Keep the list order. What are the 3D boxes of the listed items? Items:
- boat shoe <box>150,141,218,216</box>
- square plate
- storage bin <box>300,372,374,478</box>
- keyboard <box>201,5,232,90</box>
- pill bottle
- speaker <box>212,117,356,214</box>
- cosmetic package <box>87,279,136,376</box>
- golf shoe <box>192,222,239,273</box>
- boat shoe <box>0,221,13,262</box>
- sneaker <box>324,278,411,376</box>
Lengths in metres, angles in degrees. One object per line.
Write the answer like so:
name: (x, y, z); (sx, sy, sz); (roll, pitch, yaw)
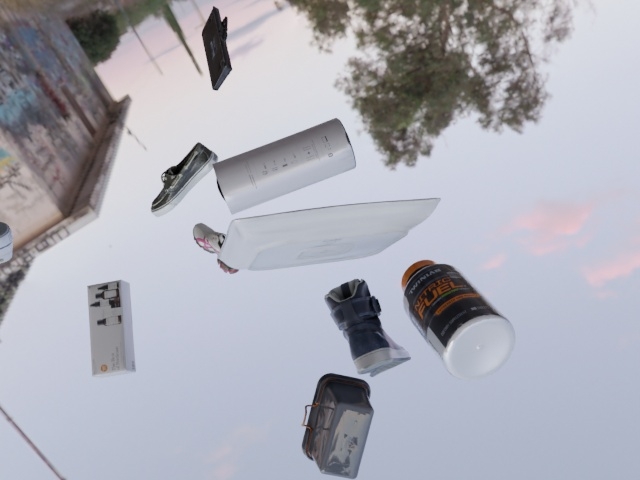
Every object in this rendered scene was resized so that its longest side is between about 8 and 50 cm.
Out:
boat shoe: (-0.343, -0.149, 1.661); (0.219, 0.070, 0.078); (-43, -148, 14)
square plate: (0.000, 0.000, 1.239); (0.347, 0.049, 0.344); (-7, 171, -13)
storage bin: (0.025, 0.271, 0.999); (0.098, 0.135, 0.091); (14, -177, -10)
keyboard: (-0.214, -0.415, 1.466); (0.108, 0.023, 0.180); (-49, -133, 45)
pill bottle: (0.225, 0.125, 1.217); (0.130, 0.130, 0.246); (-29, -150, -3)
speaker: (-0.037, -0.073, 0.689); (0.136, 0.055, 0.055); (-22, -154, -5)
cosmetic package: (-0.544, 0.229, 1.797); (0.098, 0.239, 0.060); (-11, 164, 8)
golf shoe: (-0.273, 0.003, 1.863); (0.186, 0.086, 0.067); (41, -137, 24)
boat shoe: (-0.625, 0.037, 1.152); (0.226, 0.076, 0.083); (-16, -139, -29)
sneaker: (0.084, 0.153, 1.225); (0.086, 0.164, 0.226); (-27, 161, 7)
